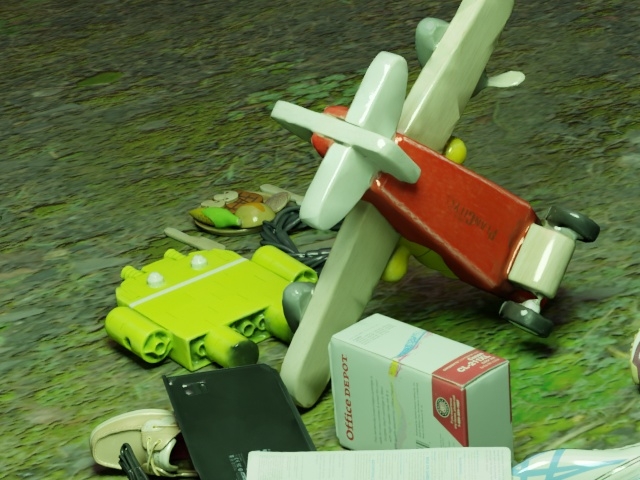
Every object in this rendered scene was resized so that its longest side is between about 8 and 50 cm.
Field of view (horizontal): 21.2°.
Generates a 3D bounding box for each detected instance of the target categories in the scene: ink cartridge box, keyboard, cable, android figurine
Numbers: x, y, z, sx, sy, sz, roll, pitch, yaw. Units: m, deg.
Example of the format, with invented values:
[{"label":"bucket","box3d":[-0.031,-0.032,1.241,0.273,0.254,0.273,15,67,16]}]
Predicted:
[{"label":"ink cartridge box","box3d":[0.098,0.158,1.672,0.072,0.127,0.175,-26,32,-38]},{"label":"keyboard","box3d":[-0.092,0.231,1.604,0.201,0.033,0.317,-6,36,-17]},{"label":"cable","box3d":[0.000,0.000,2.140,0.184,0.047,0.150,9,36,34]},{"label":"android figurine","box3d":[-0.131,0.073,1.997,0.248,0.056,0.273,-22,31,-29]}]

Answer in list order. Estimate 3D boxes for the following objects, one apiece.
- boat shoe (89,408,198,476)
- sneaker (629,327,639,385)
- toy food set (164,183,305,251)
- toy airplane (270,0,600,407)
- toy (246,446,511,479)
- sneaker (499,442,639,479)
[{"label":"boat shoe","box3d":[-0.149,0.206,1.706,0.170,0.063,0.059,-4,19,3]},{"label":"sneaker","box3d":[0.400,0.105,1.784,0.185,0.070,0.084,-27,27,-35]},{"label":"toy food set","box3d":[-0.104,-0.044,2.254,0.192,0.039,0.132,-27,32,-37]},{"label":"toy airplane","box3d":[0.081,-0.052,1.834,0.386,0.384,0.272,-22,23,-29]},{"label":"toy","box3d":[0.051,0.251,1.518,0.237,0.056,0.137,0,46,3]},{"label":"sneaker","box3d":[0.246,0.233,1.544,0.237,0.085,0.086,-13,50,1]}]
